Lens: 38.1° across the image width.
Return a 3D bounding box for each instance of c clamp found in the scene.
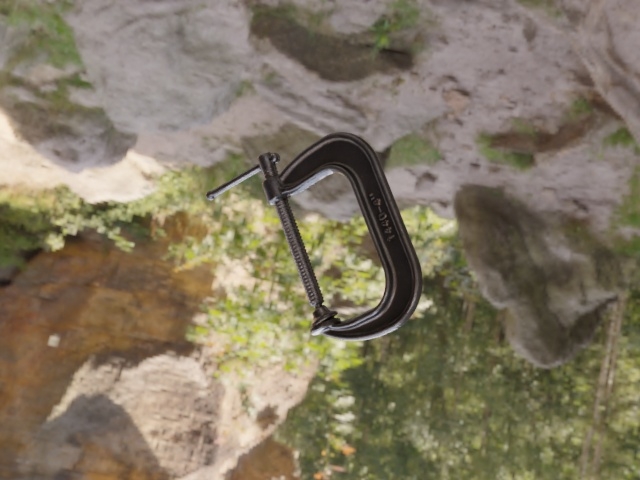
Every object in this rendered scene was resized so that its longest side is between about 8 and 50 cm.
[{"bbox_3d":[0.000,0.000,0.631,0.137,0.161,0.022,-36,159,29],"label":"c clamp"}]
